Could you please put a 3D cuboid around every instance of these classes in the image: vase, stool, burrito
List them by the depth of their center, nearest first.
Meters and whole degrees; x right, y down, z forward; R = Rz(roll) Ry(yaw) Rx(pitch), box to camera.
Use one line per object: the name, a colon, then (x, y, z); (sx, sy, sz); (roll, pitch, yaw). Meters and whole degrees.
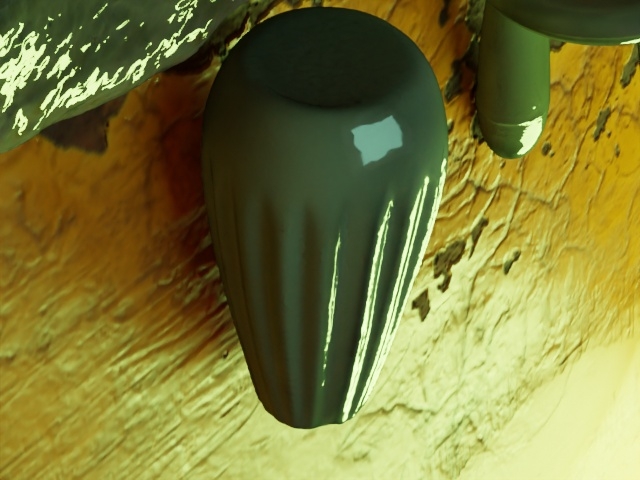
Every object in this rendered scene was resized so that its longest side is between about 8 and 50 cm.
burrito: (-0.141, -0.093, 0.745); (0.299, 0.105, 0.143); (-34, 138, -45)
vase: (0.000, 0.000, 0.993); (0.128, 0.128, 0.248); (-41, 148, -37)
stool: (0.199, -0.145, 1.136); (0.195, 0.195, 0.199); (-55, 146, -22)
